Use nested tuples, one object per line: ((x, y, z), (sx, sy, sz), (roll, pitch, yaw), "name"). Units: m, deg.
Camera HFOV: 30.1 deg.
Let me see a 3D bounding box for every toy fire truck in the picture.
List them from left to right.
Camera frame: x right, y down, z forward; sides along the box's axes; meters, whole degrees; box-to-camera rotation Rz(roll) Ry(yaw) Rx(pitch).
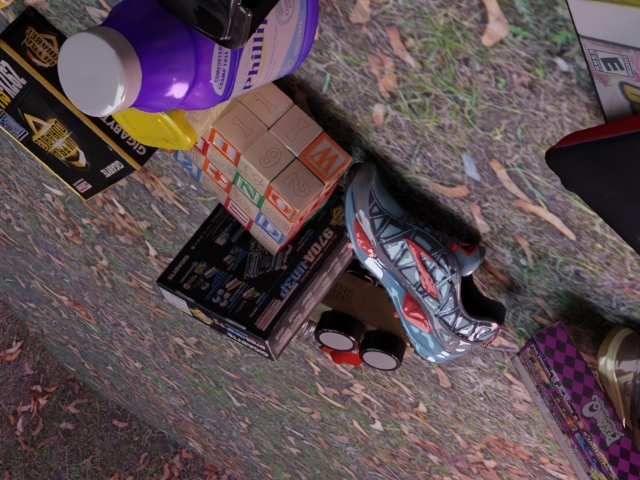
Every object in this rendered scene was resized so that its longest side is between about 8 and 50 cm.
((-0.005, 0.094, 1.576), (0.217, 0.158, 0.246), (24, 149, -12), "toy fire truck")

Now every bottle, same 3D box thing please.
((-0.103, -0.171, 1.003), (0.092, 0.283, 0.118), (20, 118, 23), "bottle")

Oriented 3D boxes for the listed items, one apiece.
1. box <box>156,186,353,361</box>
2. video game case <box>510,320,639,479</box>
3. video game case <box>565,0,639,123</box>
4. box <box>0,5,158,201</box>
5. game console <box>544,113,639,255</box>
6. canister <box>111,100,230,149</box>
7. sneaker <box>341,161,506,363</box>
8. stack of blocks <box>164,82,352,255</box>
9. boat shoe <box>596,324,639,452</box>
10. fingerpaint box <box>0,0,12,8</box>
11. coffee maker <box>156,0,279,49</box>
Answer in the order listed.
((-0.063, 0.014, 1.428), (0.175, 0.220, 0.051), (25, 156, 28), "box")
((0.297, 0.212, 1.335), (0.232, 0.042, 0.210), (61, 176, 13), "video game case")
((0.321, -0.072, 0.867), (0.248, 0.035, 0.275), (20, 153, 40), "video game case")
((-0.378, -0.185, 1.731), (0.257, 0.079, 0.322), (45, 159, -14), "box")
((0.381, 0.037, 0.874), (0.386, 0.060, 0.342), (42, 160, -14), "game console")
((-0.121, -0.173, 1.187), (0.126, 0.170, 0.073), (10, 147, 51), "canister")
((0.123, 0.011, 1.335), (0.125, 0.104, 0.262), (-21, 114, 29), "sneaker")
((-0.115, -0.135, 1.331), (0.297, 0.087, 0.171), (44, 161, 4), "stack of blocks")
((0.364, 0.183, 1.289), (0.073, 0.080, 0.223), (22, 151, 48), "boat shoe")
((-0.490, -0.434, 1.246), (0.445, 0.163, 0.371), (46, 159, -23), "fingerpaint box")
((-0.044, -0.236, 0.909), (0.120, 0.178, 0.171), (27, 157, 27), "coffee maker")
